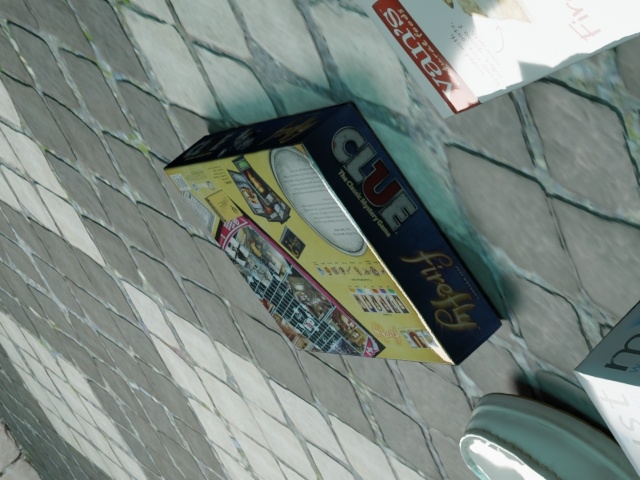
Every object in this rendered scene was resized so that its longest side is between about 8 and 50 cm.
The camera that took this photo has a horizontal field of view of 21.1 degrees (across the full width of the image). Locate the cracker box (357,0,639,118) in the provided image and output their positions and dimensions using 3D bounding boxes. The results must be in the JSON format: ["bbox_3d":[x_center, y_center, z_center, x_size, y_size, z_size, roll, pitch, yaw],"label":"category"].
[{"bbox_3d":[0.068,-0.143,0.647,0.155,0.067,0.232,53,161,-7],"label":"cracker box"}]

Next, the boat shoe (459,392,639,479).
[{"bbox_3d":[0.171,0.192,0.997,0.277,0.096,0.098,36,156,34],"label":"boat shoe"}]

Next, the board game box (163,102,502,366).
[{"bbox_3d":[0.000,0.000,1.099,0.165,0.042,0.243,55,160,-14],"label":"board game box"}]

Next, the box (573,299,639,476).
[{"bbox_3d":[0.258,0.117,0.631,0.262,0.127,0.231,56,158,-21],"label":"box"}]
